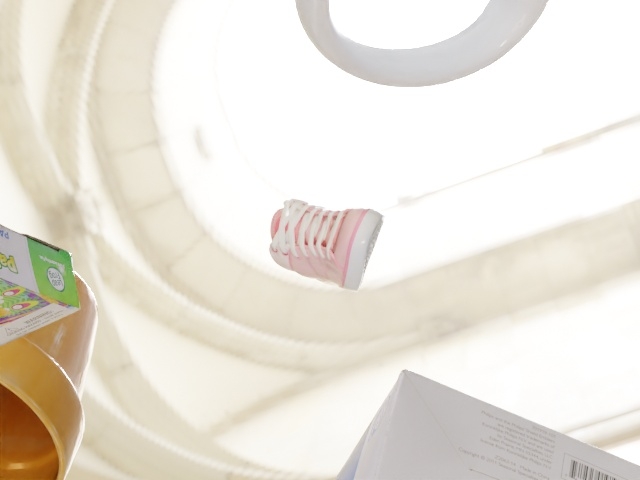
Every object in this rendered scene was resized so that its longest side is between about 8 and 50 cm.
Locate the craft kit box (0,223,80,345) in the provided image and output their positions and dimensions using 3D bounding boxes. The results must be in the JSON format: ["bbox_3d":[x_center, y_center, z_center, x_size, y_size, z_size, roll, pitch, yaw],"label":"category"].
[{"bbox_3d":[-0.340,0.042,1.043,0.246,0.249,0.061,33,-142,-55],"label":"craft kit box"}]

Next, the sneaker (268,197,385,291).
[{"bbox_3d":[0.000,0.000,0.963,0.134,0.070,0.051,115,177,-81],"label":"sneaker"}]

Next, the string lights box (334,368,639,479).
[{"bbox_3d":[0.044,0.180,0.674,0.260,0.133,0.077,116,175,-45],"label":"string lights box"}]

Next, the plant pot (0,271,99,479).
[{"bbox_3d":[-0.297,0.114,1.384,0.188,0.205,0.205,-68,-38,-47],"label":"plant pot"}]

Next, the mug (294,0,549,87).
[{"bbox_3d":[0.109,-0.270,1.054,0.276,0.328,0.374,57,138,41],"label":"mug"}]
